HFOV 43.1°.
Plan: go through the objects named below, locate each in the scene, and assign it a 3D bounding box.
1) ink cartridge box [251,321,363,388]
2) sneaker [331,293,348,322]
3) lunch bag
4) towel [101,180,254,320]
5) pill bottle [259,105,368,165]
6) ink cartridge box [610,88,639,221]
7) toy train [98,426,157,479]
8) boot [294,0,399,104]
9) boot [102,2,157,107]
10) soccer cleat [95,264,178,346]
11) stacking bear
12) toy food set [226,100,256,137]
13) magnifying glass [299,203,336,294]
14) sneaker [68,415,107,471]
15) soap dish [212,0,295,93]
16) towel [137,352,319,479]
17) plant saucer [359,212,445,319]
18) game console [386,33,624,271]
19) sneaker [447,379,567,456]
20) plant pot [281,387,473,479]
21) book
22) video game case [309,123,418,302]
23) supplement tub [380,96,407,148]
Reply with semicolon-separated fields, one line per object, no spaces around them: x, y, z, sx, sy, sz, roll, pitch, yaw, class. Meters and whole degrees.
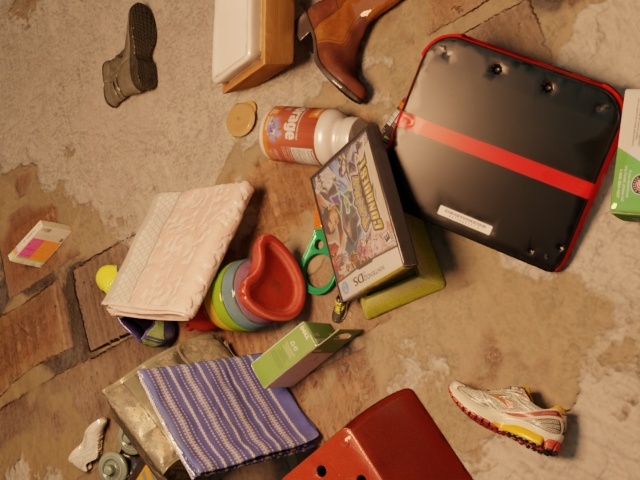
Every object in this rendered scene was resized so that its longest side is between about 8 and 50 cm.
-0.027;0.217;1.642;0.209;0.109;0.062;-41;65;20;ink cartridge box
0.040;0.129;1.657;0.031;0.035;0.083;28;100;32;sneaker
-0.264;0.342;1.691;0.287;0.169;0.235;-32;61;-24;lunch bag
-0.318;0.019;1.782;0.317;0.053;0.332;-2;57;42;towel
-0.011;-0.218;1.695;0.216;0.121;0.121;9;87;32;pill bottle
0.631;-0.126;1.289;0.289;0.121;0.211;7;86;32;ink cartridge box
-0.397;0.536;1.808;0.190;0.142;0.334;36;99;18;toy train
0.107;-0.454;1.702;0.280;0.096;0.264;-37;58;13;boot
-0.500;-0.471;2.059;0.161;0.083;0.247;-12;75;35;boot
-0.451;0.143;1.902;0.289;0.121;0.093;40;103;30;soccer cleat
-0.187;0.122;1.729;0.289;0.164;0.175;-18;42;39;stacking bear
-0.183;-0.279;1.867;0.082;0.020;0.083;-9;78;30;toy food set
0.000;0.000;1.712;0.092;0.026;0.231;-3;83;31;magnifying glass
-0.546;0.490;1.953;0.061;0.053;0.152;36;104;15;sneaker
-0.145;-0.486;1.778;0.229;0.118;0.291;-14;74;60;soap dish
-0.169;0.327;1.581;0.040;0.336;0.243;-52;59;27;towel
0.131;0.038;1.612;0.188;0.045;0.188;-26;70;25;plant saucer
0.318;-0.167;1.466;0.386;0.060;0.342;24;105;17;game console
0.331;0.298;1.439;0.225;0.088;0.093;20;73;32;sneaker
0.090;0.451;1.459;0.267;0.235;0.267;-43;64;18;plant pot
-0.730;0.008;2.108;0.144;0.096;0.035;-41;64;19;book
0.074;-0.044;1.549;0.248;0.035;0.275;-37;64;58;video game case
0.176;-0.207;1.589;0.106;0.106;0.198;43;104;29;supplement tub
